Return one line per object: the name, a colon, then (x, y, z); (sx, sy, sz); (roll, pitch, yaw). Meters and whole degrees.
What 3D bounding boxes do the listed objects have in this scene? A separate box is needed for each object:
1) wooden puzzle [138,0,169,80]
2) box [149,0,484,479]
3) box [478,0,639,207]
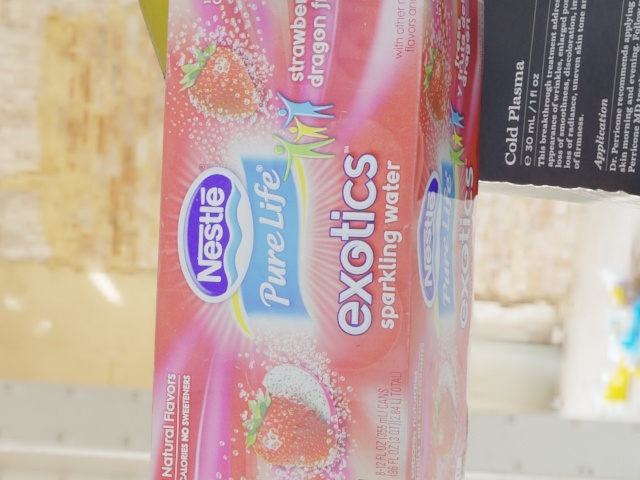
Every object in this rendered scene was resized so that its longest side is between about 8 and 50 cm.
wooden puzzle: (-0.109, -0.217, 1.429); (0.221, 0.044, 0.239); (121, 142, -45)
box: (0.000, 0.000, 0.921); (0.142, 0.154, 0.300); (1, -88, -71)
box: (0.195, -0.197, 1.136); (0.312, 0.179, 0.343); (9, 93, 52)
